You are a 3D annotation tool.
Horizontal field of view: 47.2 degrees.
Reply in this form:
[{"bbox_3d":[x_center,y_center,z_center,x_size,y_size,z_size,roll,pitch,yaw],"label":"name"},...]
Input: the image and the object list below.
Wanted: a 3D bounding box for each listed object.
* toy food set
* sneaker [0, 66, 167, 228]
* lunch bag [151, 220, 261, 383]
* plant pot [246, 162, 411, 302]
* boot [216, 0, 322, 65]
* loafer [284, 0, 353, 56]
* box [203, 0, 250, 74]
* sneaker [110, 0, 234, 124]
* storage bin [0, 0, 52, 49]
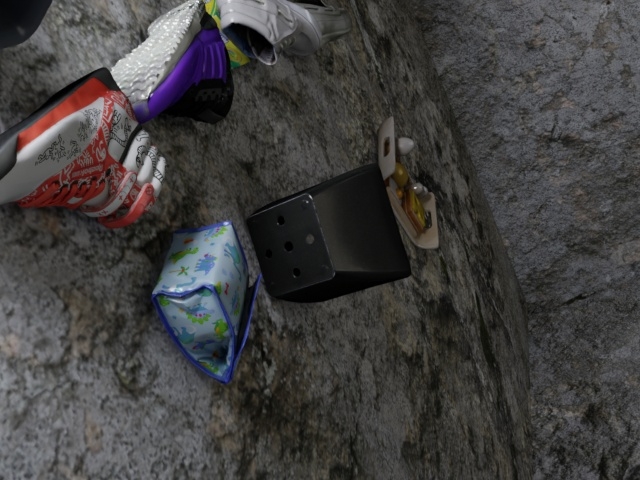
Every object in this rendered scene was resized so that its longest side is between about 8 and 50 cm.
[{"bbox_3d":[0.238,-0.147,1.916,0.306,0.093,0.219,53,28,-39],"label":"toy food set"},{"bbox_3d":[-0.233,-0.062,0.709,0.145,0.090,0.270,59,22,-23],"label":"sneaker"},{"bbox_3d":[-0.124,0.075,0.871,0.128,0.096,0.151,-82,161,-53],"label":"lunch bag"},{"bbox_3d":[0.000,0.000,1.120,0.167,0.188,0.187,-12,84,-57],"label":"plant pot"},{"bbox_3d":[-0.083,-0.337,1.205,0.258,0.095,0.123,22,58,-52],"label":"boot"},{"bbox_3d":[-0.008,-0.474,1.560,0.319,0.112,0.111,-55,132,-63],"label":"loafer"},{"bbox_3d":[-0.155,-0.366,1.211,0.105,0.043,0.179,49,32,-44],"label":"box"},{"bbox_3d":[-0.172,-0.207,0.958,0.146,0.102,0.293,59,24,-30],"label":"sneaker"},{"bbox_3d":[-0.318,-0.225,0.655,0.091,0.098,0.135,40,27,-4],"label":"storage bin"}]
